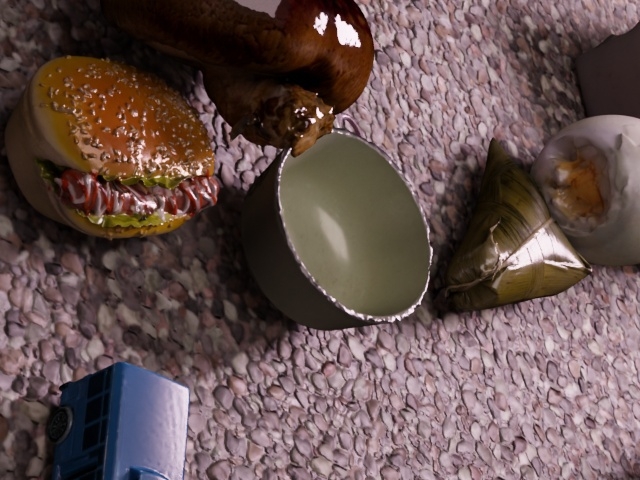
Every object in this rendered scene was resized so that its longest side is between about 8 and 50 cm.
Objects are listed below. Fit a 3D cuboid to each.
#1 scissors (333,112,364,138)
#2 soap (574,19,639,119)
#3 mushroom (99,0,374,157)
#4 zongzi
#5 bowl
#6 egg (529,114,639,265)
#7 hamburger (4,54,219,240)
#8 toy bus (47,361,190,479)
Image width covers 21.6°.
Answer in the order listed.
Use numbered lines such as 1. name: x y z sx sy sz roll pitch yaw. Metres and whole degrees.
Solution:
1. scissors: -0.004 -0.163 1.809 0.085 0.022 0.176 -20 87 -48
2. soap: 0.573 -0.146 2.248 0.435 0.213 0.350 -4 68 -46
3. mushroom: -0.074 -0.208 1.587 0.278 0.163 0.297 45 15 29
4. zongzi: 0.184 -0.023 1.877 0.205 0.094 0.204 -9 72 -48
5. bowl: 0.000 0.000 1.657 0.211 0.112 0.211 23 55 -38
6. egg: 0.358 -0.059 2.009 0.217 0.183 0.183 5 66 -54
7. hamburger: -0.183 -0.083 1.510 0.210 0.116 0.173 -1 70 -50
8. toy bus: -0.168 0.203 1.381 0.090 0.106 0.184 27 52 -37
